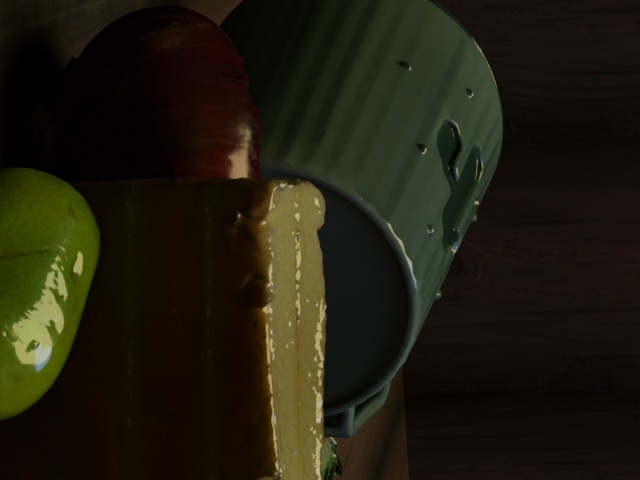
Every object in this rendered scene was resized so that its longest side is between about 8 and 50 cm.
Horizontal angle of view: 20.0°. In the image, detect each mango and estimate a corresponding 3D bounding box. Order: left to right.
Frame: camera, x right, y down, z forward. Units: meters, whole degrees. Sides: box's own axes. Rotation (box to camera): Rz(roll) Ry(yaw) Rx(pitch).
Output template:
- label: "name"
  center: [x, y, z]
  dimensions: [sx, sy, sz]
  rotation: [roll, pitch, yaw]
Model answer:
- label: "mango"
  center: [-0.195, 0.030, 1.045]
  dimensions: [0.089, 0.117, 0.163]
  rotation: [-34, -144, 54]

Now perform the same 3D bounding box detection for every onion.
- label: "onion"
  center: [-0.122, -0.050, 1.317]
  dimensions: [0.248, 0.161, 0.248]
  rotation: [163, -90, -84]

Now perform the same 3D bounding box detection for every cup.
- label: "cup"
  center: [0.019, -0.012, 1.697]
  dimensions: [0.401, 0.310, 0.392]
  rotation: [53, 27, -17]

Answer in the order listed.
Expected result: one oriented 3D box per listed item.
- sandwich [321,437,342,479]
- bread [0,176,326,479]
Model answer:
- label: "sandwich"
  center: [-0.055, 0.189, 1.930]
  dimensions: [0.292, 0.109, 0.212]
  rotation: [-42, 123, -81]
- label: "bread"
  center: [-0.114, 0.081, 1.139]
  dimensions: [0.111, 0.239, 0.246]
  rotation: [13, 77, -66]
